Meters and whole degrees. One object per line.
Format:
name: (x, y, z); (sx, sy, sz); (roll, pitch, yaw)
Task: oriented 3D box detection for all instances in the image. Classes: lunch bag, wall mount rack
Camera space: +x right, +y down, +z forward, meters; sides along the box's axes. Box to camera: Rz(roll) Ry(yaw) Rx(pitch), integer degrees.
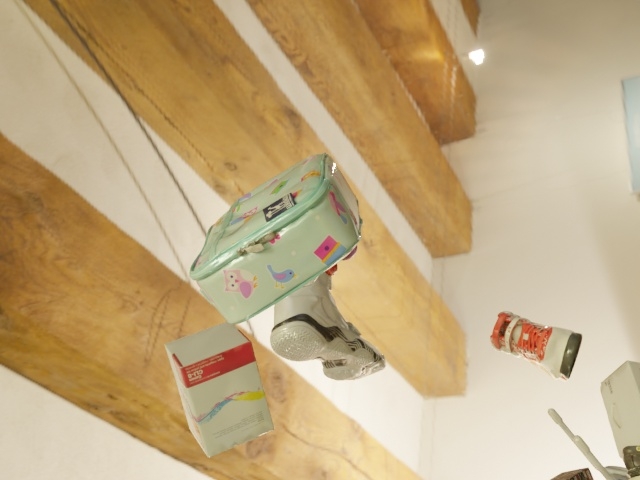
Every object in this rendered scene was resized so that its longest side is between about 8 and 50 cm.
lunch bag: (-0.061, -0.011, 0.983); (0.107, 0.224, 0.279); (58, -168, -14)
wall mount rack: (0.621, 0.453, 1.468); (0.350, 0.304, 0.130); (-6, -73, -86)

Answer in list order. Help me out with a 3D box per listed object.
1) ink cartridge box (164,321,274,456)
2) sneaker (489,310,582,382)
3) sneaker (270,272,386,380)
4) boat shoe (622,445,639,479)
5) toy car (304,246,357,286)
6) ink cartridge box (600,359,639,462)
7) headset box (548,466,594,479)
ink cartridge box: (-0.174, 0.253, 1.261); (0.127, 0.128, 0.176); (-20, -72, -20)
sneaker: (0.382, 0.186, 1.325); (0.270, 0.145, 0.090); (28, -98, -76)
sneaker: (0.021, 0.183, 1.656); (0.366, 0.137, 0.210); (30, -136, -46)
boat shoe: (0.621, 0.379, 1.254); (0.228, 0.081, 0.068); (2, -122, -20)
toy car: (0.000, 0.000, 1.309); (0.182, 0.136, 0.159); (-45, -42, -27)
ink cartridge box: (0.876, 0.438, 1.792); (0.308, 0.129, 0.223); (11, -134, -12)
headset box: (0.422, 0.417, 1.250); (0.083, 0.062, 0.032); (-10, -107, -37)
